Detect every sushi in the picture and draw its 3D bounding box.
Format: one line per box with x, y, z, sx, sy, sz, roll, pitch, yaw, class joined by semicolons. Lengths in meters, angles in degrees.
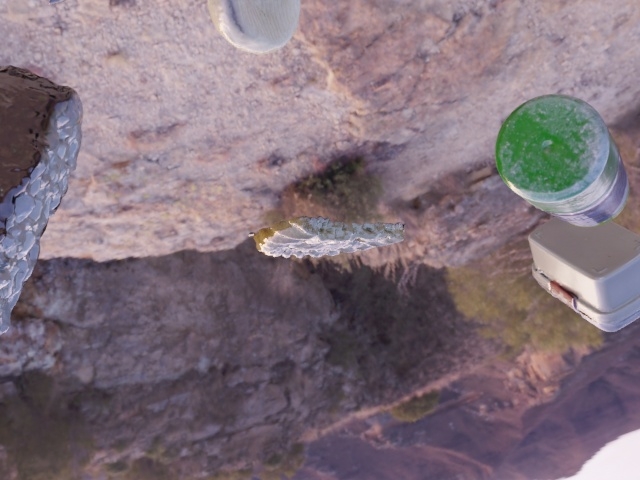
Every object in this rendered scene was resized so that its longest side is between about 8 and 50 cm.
-0.262;-0.031;0.452;0.127;0.225;0.124;18;151;-11;sushi

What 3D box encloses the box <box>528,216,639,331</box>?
0.471;0.043;1.084;0.148;0.210;0.129;-32;121;-6;box

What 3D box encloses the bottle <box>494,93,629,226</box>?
0.252;-0.067;0.628;0.093;0.093;0.330;-30;164;24;bottle

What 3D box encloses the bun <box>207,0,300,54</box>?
-0.148;-0.488;1.290;0.222;0.222;0.127;-3;-168;-44;bun

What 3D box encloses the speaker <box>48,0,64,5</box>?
-0.561;-0.673;1.384;0.180;0.184;0.388;-29;-162;-20;speaker

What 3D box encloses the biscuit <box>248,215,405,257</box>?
0.000;0.000;1.013;0.273;0.036;0.187;1;168;-45;biscuit
